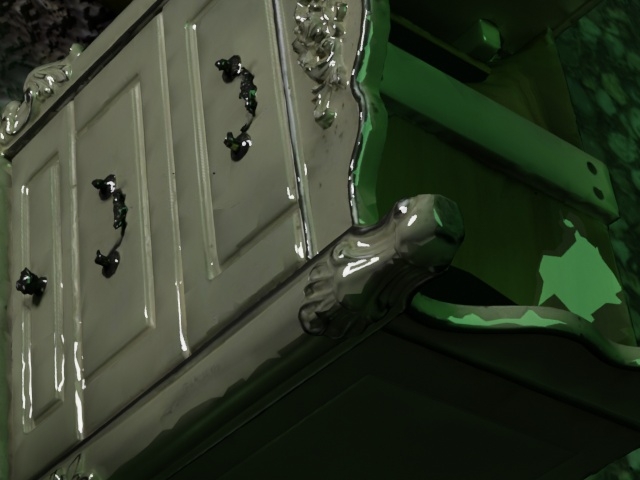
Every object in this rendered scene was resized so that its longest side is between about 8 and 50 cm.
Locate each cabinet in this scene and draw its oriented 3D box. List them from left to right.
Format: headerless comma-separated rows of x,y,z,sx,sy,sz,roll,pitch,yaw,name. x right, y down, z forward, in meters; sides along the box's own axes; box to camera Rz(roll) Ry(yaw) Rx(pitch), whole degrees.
0.000,0.000,0.847,0.227,0.318,0.290,23,44,-34,cabinet

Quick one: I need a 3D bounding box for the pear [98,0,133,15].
-0.043,-0.300,1.051,0.352,0.352,0.413,-22,85,-54,pear
